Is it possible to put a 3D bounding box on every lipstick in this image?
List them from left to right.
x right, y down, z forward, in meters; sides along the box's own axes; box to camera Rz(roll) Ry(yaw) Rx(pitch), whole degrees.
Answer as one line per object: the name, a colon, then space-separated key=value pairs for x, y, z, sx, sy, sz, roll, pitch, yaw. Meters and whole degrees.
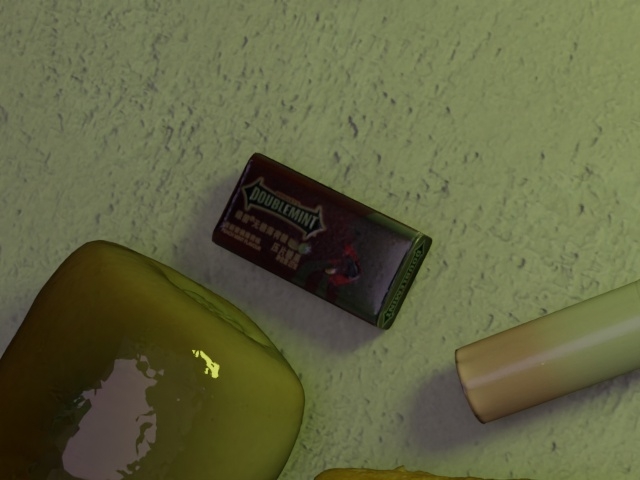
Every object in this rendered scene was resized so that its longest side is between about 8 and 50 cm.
lipstick: x=0.305 y=0.097 z=1.762 sx=0.326 sy=0.087 sz=0.087 roll=-22 pitch=77 yaw=14

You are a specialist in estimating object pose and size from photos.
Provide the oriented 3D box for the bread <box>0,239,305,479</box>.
bread: x=-0.228 y=0.220 z=1.833 sx=0.348 sy=0.253 sz=0.376 roll=37 pitch=97 yaw=15

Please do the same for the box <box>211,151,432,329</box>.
box: x=0.000 y=0.000 z=1.883 sx=0.224 sy=0.069 sz=0.120 roll=28 pitch=92 yaw=20

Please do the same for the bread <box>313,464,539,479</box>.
bread: x=0.161 y=0.352 z=1.725 sx=0.375 sy=0.165 sz=0.237 roll=-1 pitch=82 yaw=27
